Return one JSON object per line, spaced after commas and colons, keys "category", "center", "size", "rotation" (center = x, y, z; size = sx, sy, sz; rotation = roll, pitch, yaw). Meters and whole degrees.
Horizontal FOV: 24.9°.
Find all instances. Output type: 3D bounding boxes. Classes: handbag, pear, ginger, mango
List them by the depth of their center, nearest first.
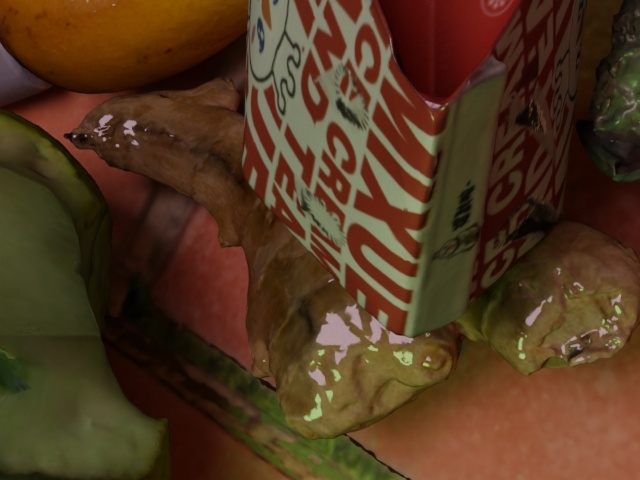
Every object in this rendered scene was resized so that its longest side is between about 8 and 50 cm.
{"category": "handbag", "center": [0.037, -0.122, 0.579], "size": [0.151, 0.171, 0.298], "rotation": [5, 55, 1]}
{"category": "ginger", "center": [0.000, 0.000, 0.693], "size": [0.334, 0.081, 0.148], "rotation": [37, 98, 41]}
{"category": "pear", "center": [-0.183, 0.068, 0.731], "size": [0.286, 0.176, 0.281], "rotation": [113, 152, -44]}
{"category": "mango", "center": [-0.079, -0.155, 0.775], "size": [0.219, 0.112, 0.144], "rotation": [-15, 57, 17]}

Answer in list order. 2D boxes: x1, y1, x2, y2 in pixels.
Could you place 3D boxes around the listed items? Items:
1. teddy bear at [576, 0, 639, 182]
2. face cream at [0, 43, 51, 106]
{"category": "teddy bear", "center": [0.162, -0.123, 0.600], "size": [0.111, 0.133, 0.213], "rotation": [49, 120, 54]}
{"category": "face cream", "center": [-0.247, -0.111, 0.893], "size": [0.198, 0.057, 0.084], "rotation": [-8, 101, 33]}
